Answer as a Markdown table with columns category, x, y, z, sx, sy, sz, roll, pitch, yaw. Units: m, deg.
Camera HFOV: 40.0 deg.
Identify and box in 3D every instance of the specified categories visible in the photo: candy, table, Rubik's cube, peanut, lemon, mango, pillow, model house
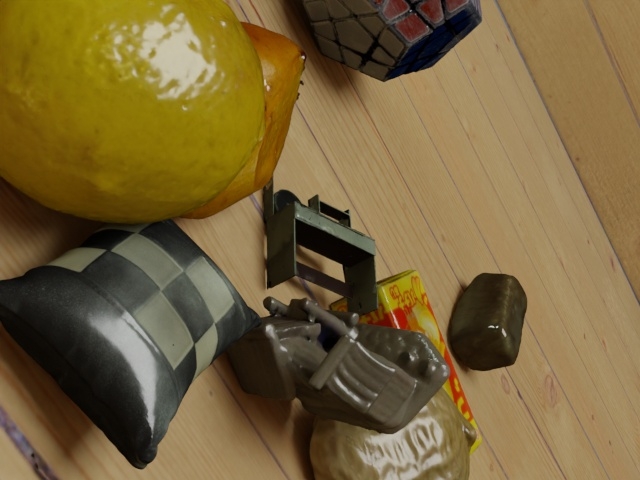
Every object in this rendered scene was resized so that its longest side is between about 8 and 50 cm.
| category | x | y | z | sx | sy | sz | roll | pitch | yaw |
| --- | --- | --- | --- | --- | --- | --- | --- | --- | --- |
| candy | 0.123 | 0.188 | 1.224 | 0.146 | 0.088 | 0.276 | -20 | 88 | -64 |
| candy | 0.306 | 0.142 | 1.581 | 0.102 | 0.104 | 0.234 | 64 | 27 | -20 |
| table | 0.000 | 0.000 | 1.137 | 0.146 | 0.062 | 0.175 | 25 | 50 | -38 |
| Rubik's cube | 0.115 | -0.420 | 1.431 | 0.264 | 0.319 | 0.319 | 57 | 25 | 10 |
| peanut | 0.094 | 0.255 | 1.054 | 0.233 | 0.110 | 0.196 | -21 | 82 | -30 |
| lemon | -0.171 | -0.127 | 0.742 | 0.288 | 0.233 | 0.233 | 12 | 58 | -36 |
| mango | -0.119 | -0.128 | 0.962 | 0.257 | 0.138 | 0.187 | -49 | 143 | -54 |
| pillow | -0.159 | 0.064 | 0.771 | 0.186 | 0.106 | 0.250 | 49 | 27 | -4 |
| model house | 0.000 | 0.125 | 0.946 | 0.188 | 0.229 | 0.122 | 28 | 75 | -45 |
